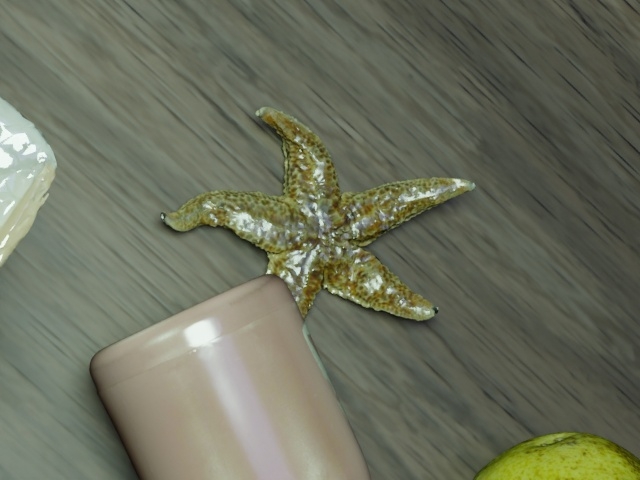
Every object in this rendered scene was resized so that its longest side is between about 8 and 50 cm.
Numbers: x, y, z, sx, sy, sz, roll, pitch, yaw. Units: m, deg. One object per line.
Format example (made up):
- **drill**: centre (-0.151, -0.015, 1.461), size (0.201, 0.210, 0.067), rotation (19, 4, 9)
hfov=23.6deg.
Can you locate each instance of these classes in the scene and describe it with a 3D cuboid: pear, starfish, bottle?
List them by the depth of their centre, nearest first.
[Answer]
- **bottle**: centre (-0.037, 0.185, 1.218), size (0.206, 0.173, 0.297), rotation (-23, 86, -55)
- **pear**: centre (0.215, 0.253, 1.267), size (0.197, 0.197, 0.197), rotation (4, 78, -18)
- **starfish**: centre (0.000, 0.000, 1.320), size (0.277, 0.062, 0.236), rotation (-6, 83, -17)

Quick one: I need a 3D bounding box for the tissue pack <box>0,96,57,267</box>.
- **tissue pack**: centre (-0.301, -0.065, 1.097), size (0.238, 0.305, 0.239), rotation (4, 78, -18)
